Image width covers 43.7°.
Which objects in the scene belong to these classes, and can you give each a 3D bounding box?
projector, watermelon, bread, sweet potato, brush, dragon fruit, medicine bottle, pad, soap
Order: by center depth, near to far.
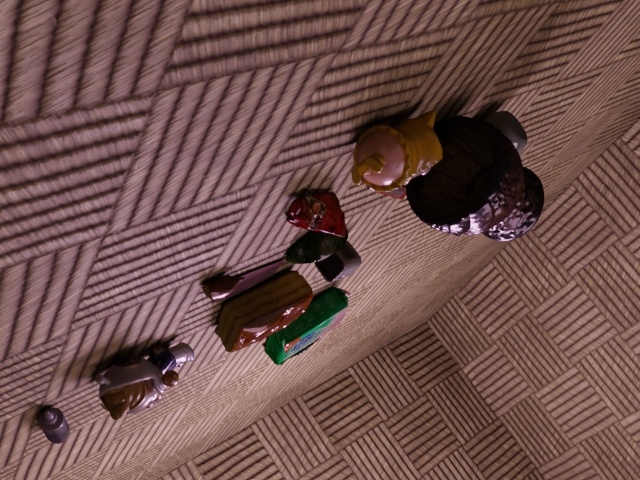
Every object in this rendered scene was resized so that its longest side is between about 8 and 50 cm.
[{"bbox_3d":[-0.020,-0.070,1.707,0.192,0.123,0.092,14,89,-65],"label":"dragon fruit"},{"bbox_3d":[-0.211,0.100,1.775,0.117,0.049,0.049,-20,157,-44],"label":"sweet potato"},{"bbox_3d":[-0.610,0.416,1.822,0.058,0.057,0.199,-30,162,-23],"label":"medicine bottle"},{"bbox_3d":[0.144,-0.135,1.823,0.051,0.070,0.323,-43,160,16],"label":"brush"},{"bbox_3d":[-0.172,0.096,1.926,0.188,0.006,0.113,-21,159,-45],"label":"pad"},{"bbox_3d":[-0.001,-0.008,1.939,0.181,0.075,0.092,-28,-154,-23],"label":"watermelon"},{"bbox_3d":[-0.143,0.187,2.049,0.234,0.110,0.184,-27,163,-30],"label":"bread"},{"bbox_3d":[0.046,0.055,2.119,0.082,0.083,0.083,-14,152,-53],"label":"projector"},{"bbox_3d":[-0.044,0.262,2.499,0.273,0.098,0.218,-30,157,-28],"label":"soap"}]

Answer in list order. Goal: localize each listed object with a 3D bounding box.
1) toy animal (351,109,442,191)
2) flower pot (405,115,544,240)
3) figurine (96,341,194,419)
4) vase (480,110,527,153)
[{"bbox_3d":[0.149,-0.175,1.610,0.230,0.156,0.156,-34,168,-49],"label":"toy animal"},{"bbox_3d":[0.371,-0.122,1.849,0.266,0.266,0.267,-43,141,22],"label":"flower pot"},{"bbox_3d":[-0.396,0.309,1.858,0.274,0.133,0.194,-31,-173,-40],"label":"figurine"},{"bbox_3d":[0.395,-0.218,2.019,0.248,0.128,0.128,-36,167,31],"label":"vase"}]
